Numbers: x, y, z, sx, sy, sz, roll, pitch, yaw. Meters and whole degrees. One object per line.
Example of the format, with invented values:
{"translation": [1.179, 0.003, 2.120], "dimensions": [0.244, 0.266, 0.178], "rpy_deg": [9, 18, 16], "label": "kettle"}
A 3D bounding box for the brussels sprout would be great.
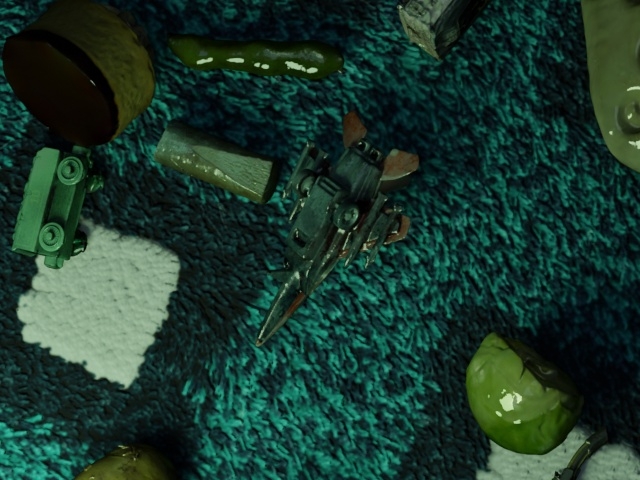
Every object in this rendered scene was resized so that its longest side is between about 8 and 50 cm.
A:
{"translation": [0.242, 0.195, 1.826], "dimensions": [0.149, 0.151, 0.122], "rpy_deg": [34, 94, 7], "label": "brussels sprout"}

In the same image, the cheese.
{"translation": [0.479, -0.241, 1.790], "dimensions": [0.351, 0.129, 0.328], "rpy_deg": [-4, 81, 39], "label": "cheese"}

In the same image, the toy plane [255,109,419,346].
{"translation": [-0.004, -0.002, 1.917], "dimensions": [0.223, 0.104, 0.326], "rpy_deg": [39, 94, 39], "label": "toy plane"}

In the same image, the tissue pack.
{"translation": [0.198, -0.350, 1.890], "dimensions": [0.073, 0.173, 0.235], "rpy_deg": [39, 90, 11], "label": "tissue pack"}

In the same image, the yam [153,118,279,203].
{"translation": [-0.139, -0.105, 1.971], "dimensions": [0.169, 0.068, 0.068], "rpy_deg": [22, 87, 13], "label": "yam"}

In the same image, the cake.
{"translation": [-0.295, -0.244, 1.962], "dimensions": [0.185, 0.208, 0.178], "rpy_deg": [30, 61, 13], "label": "cake"}

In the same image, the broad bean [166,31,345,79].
{"translation": [-0.092, -0.248, 1.993], "dimensions": [0.256, 0.052, 0.053], "rpy_deg": [8, 43, 13], "label": "broad bean"}

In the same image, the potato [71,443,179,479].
{"translation": [-0.262, 0.342, 1.908], "dimensions": [0.137, 0.137, 0.176], "rpy_deg": [43, 93, 12], "label": "potato"}

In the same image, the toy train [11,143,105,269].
{"translation": [-0.358, -0.049, 2.004], "dimensions": [0.099, 0.070, 0.172], "rpy_deg": [12, 84, 21], "label": "toy train"}

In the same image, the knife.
{"translation": [0.295, 0.324, 1.865], "dimensions": [0.045, 0.021, 0.222], "rpy_deg": [43, 92, 15], "label": "knife"}
